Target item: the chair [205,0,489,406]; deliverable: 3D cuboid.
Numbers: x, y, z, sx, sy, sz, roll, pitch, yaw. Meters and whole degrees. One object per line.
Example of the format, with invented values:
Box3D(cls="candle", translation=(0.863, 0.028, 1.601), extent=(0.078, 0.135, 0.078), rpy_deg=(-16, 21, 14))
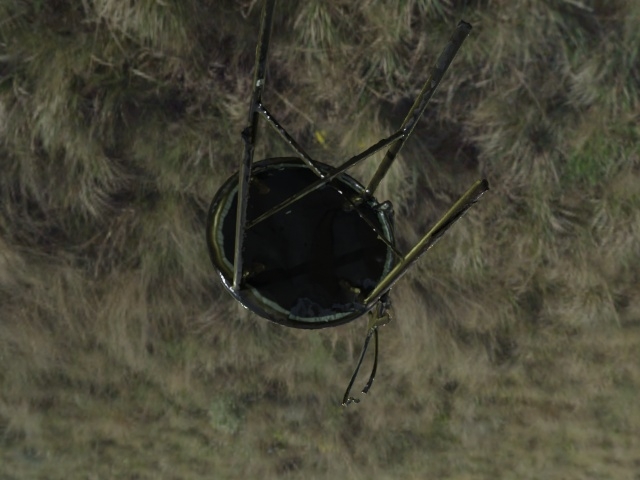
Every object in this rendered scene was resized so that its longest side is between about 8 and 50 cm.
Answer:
Box3D(cls="chair", translation=(0.000, 0.000, 0.474), extent=(0.170, 0.160, 0.326), rpy_deg=(9, 147, -10))
